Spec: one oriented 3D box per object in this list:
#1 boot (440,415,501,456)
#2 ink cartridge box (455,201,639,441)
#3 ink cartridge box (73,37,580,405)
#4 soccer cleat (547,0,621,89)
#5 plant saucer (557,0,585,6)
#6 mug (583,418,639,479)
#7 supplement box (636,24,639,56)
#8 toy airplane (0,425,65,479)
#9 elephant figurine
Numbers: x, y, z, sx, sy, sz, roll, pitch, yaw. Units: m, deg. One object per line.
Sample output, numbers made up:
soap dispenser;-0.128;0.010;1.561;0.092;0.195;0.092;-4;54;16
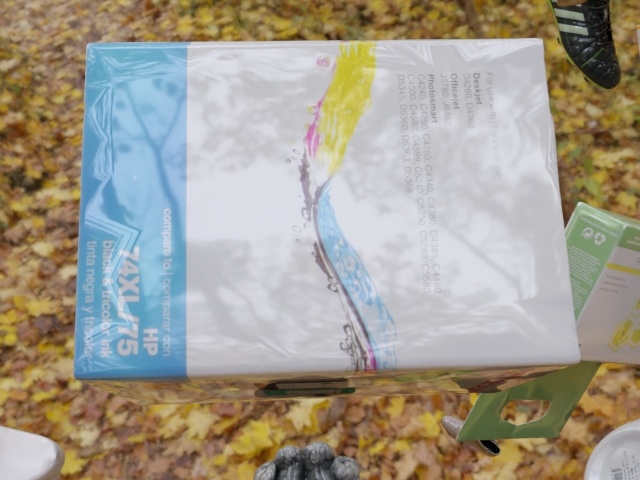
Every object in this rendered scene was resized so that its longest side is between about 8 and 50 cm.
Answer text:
boot;0.299;0.383;1.583;0.042;0.118;0.087;-59;4;-12
ink cartridge box;0.236;0.092;0.710;0.171;0.235;0.056;11;18;-41
ink cartridge box;0.000;0.000;0.532;0.269;0.198;0.197;-2;74;-2
soccer cleat;0.303;-0.258;0.921;0.060;0.179;0.072;-23;-5;-36
plant saucer;0.253;-0.247;0.744;0.083;0.083;0.015;-37;72;-23
mug;0.570;0.463;1.253;0.276;0.328;0.374;-17;52;49
supplement box;0.509;-0.275;1.201;0.062;0.099;0.036;-9;2;-28
toy airplane;-0.359;0.307;0.626;0.386;0.384;0.272;-34;-10;5
elephant figurine;-0.015;0.429;1.161;0.169;0.186;0.239;-35;39;21
